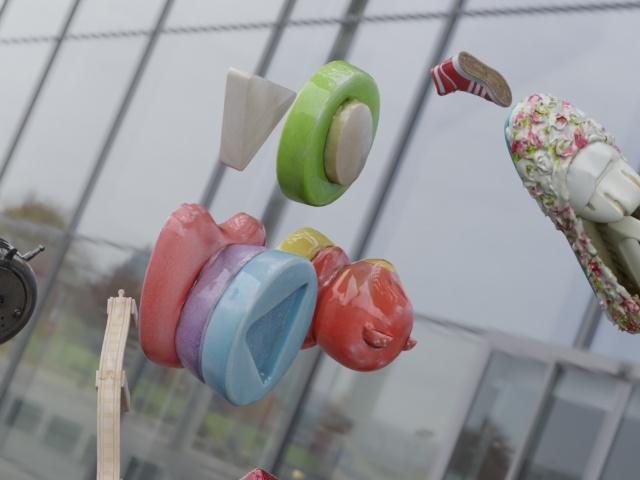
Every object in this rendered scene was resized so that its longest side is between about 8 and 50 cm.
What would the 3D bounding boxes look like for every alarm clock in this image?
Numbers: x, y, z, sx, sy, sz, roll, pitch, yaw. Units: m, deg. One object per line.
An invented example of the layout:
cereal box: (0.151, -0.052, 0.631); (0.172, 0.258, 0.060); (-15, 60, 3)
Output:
alarm clock: (-0.398, 0.079, 1.694); (0.129, 0.192, 0.064); (20, 14, -37)

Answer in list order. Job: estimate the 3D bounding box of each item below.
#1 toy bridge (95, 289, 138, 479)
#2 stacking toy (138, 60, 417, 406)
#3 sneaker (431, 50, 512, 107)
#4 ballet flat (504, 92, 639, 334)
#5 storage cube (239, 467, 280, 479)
toy bridge: (-0.175, 0.127, 1.251); (0.026, 0.188, 0.063); (0, -28, -1)
stacking toy: (0.000, 0.000, 1.242); (0.130, 0.279, 0.309); (24, 15, 24)
sneaker: (0.198, -0.206, 1.966); (0.067, 0.042, 0.118); (-20, -41, 41)
ballet flat: (0.227, -0.018, 1.135); (0.077, 0.091, 0.241); (16, -30, 54)
storage cube: (-0.049, 0.354, 1.308); (0.184, 0.215, 0.193); (36, 26, -37)
